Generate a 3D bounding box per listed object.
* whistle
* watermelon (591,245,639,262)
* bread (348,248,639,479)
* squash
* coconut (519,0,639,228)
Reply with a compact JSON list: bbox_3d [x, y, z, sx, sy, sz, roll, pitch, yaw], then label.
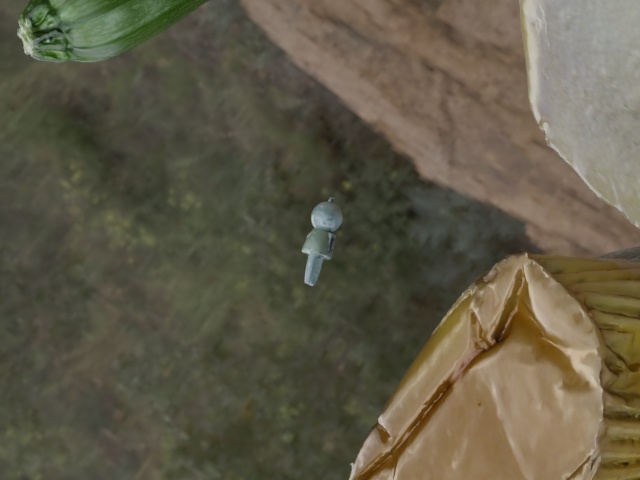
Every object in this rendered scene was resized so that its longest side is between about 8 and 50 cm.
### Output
[{"bbox_3d":[0.000,0.000,1.582,0.035,0.100,0.035,14,173,2],"label":"whistle"},{"bbox_3d":[0.253,0.113,1.179,0.290,0.213,0.320,-6,176,-43],"label":"watermelon"},{"bbox_3d":[0.150,0.144,0.968,0.156,0.288,0.204,8,-151,-33],"label":"bread"},{"bbox_3d":[-0.114,-0.187,1.007,0.077,0.219,0.068,45,154,19],"label":"squash"},{"bbox_3d":[0.197,-0.120,0.599,0.259,0.259,0.259,29,157,13],"label":"coconut"}]
